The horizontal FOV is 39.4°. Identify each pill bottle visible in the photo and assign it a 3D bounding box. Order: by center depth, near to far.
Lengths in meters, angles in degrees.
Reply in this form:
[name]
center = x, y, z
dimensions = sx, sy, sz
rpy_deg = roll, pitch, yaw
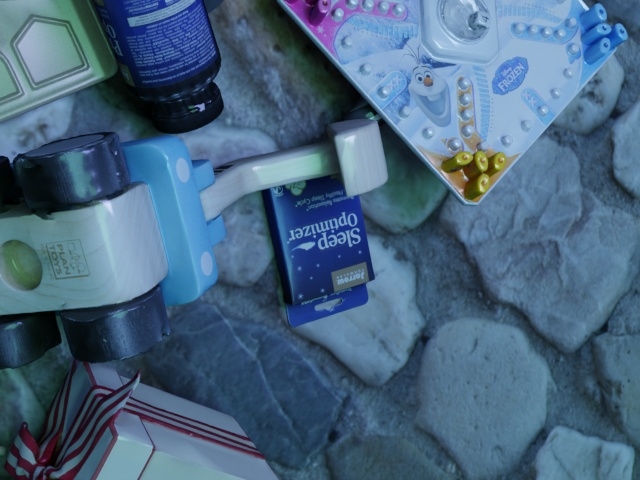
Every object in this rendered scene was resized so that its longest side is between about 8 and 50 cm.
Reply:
[pill bottle]
center = -0.189, -0.244, 1.066
dimensions = 0.122, 0.123, 0.219
rpy_deg = -31, 128, -22

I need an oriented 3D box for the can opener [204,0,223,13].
[can opener]
center = -0.097, -0.379, 1.170
dimensions = 0.280, 0.074, 0.093
rpy_deg = -30, 141, -20

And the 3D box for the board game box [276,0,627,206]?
[board game box]
center = 0.199, -0.310, 1.233
dimensions = 0.390, 0.050, 0.390
rpy_deg = 47, 67, -5

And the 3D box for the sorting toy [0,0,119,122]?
[sorting toy]
center = -0.399, -0.295, 1.034
dimensions = 0.229, 0.041, 0.307
rpy_deg = -27, 104, -19

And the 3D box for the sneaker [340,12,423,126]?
[sneaker]
center = 0.108, -0.251, 1.265
dimensions = 0.108, 0.100, 0.271
rpy_deg = 45, 68, -13

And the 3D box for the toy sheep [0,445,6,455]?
[toy sheep]
center = -0.429, 0.240, 1.028
dimensions = 0.132, 0.091, 0.091
rpy_deg = 12, 88, -41

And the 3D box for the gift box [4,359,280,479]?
[gift box]
center = -0.220, 0.282, 1.046
dimensions = 0.258, 0.255, 0.276
rpy_deg = 25, 88, -28

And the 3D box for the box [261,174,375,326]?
[box]
center = 0.000, 0.000, 1.254
dimensions = 0.136, 0.036, 0.225
rpy_deg = -16, 102, -25

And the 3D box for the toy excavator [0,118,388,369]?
[toy excavator]
center = -0.173, -0.048, 1.060
dimensions = 0.445, 0.432, 0.222
rpy_deg = -47, 127, -63
